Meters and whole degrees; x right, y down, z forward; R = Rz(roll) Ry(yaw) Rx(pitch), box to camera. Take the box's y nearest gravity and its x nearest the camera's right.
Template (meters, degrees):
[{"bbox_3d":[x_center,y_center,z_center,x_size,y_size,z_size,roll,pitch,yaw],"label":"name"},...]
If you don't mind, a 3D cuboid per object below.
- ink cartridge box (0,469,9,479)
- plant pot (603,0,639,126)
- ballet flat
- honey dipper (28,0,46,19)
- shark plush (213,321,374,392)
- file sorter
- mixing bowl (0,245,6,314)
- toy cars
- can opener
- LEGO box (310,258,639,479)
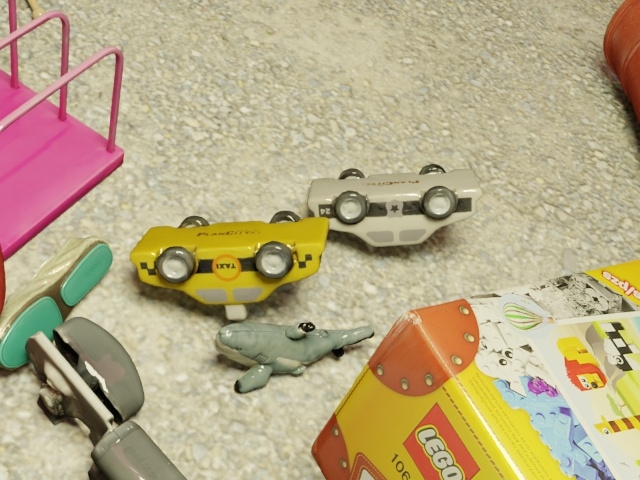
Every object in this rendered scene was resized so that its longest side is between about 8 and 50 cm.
[{"bbox_3d":[-0.378,0.171,0.523,0.309,0.130,0.272,30,41,-25],"label":"ink cartridge box"},{"bbox_3d":[0.540,-0.189,1.134,0.272,0.272,0.265,8,58,-13],"label":"plant pot"},{"bbox_3d":[-0.258,0.056,0.790,0.052,0.057,0.168,10,40,25],"label":"ballet flat"},{"bbox_3d":[-0.377,-0.330,1.062,0.030,0.030,0.161,-17,62,-29],"label":"honey dipper"},{"bbox_3d":[-0.023,0.102,0.815,0.161,0.067,0.073,7,51,-14],"label":"shark plush"},{"bbox_3d":[-0.362,-0.159,0.828,0.290,0.182,0.202,33,50,8],"label":"file sorter"},{"bbox_3d":[-0.335,0.048,0.708,0.181,0.098,0.181,-14,36,10],"label":"mixing bowl"},{"bbox_3d":[0.000,0.000,0.889,0.393,0.087,0.176,-19,25,-32],"label":"toy cars"},{"bbox_3d":[-0.143,0.173,0.711,0.283,0.076,0.095,43,53,15],"label":"can opener"},{"bbox_3d":[0.285,0.267,0.617,0.372,0.193,0.500,-9,52,-36],"label":"LEGO box"}]
